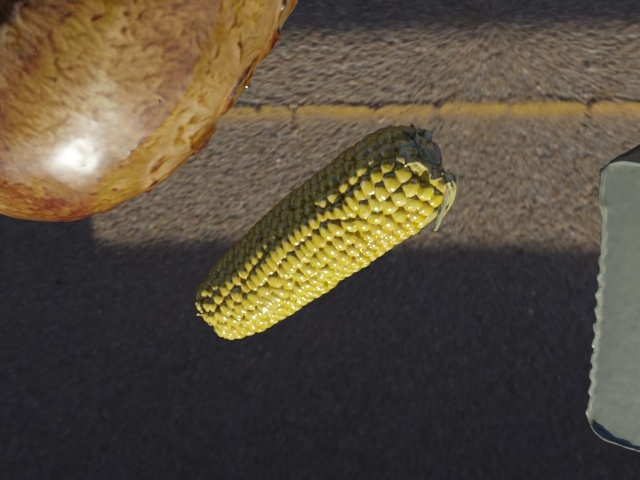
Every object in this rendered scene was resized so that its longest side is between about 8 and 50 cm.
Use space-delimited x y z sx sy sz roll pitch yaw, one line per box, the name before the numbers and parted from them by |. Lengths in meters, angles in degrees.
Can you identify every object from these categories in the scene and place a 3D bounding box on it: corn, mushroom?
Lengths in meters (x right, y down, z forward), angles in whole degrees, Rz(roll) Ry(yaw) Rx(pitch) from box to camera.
corn | -0.001 -0.003 0.932 0.260 0.091 0.091 -37 120 23
mushroom | -0.123 -0.140 0.587 0.278 0.297 0.163 -21 135 23

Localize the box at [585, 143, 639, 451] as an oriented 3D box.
box | 0.289 0.039 0.843 0.138 0.178 0.274 14 115 40
